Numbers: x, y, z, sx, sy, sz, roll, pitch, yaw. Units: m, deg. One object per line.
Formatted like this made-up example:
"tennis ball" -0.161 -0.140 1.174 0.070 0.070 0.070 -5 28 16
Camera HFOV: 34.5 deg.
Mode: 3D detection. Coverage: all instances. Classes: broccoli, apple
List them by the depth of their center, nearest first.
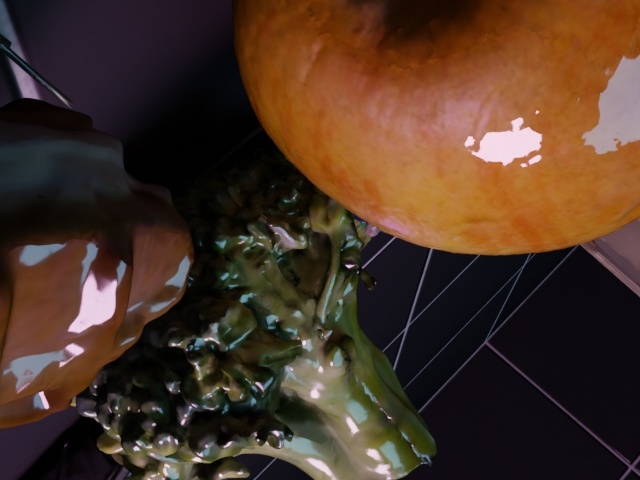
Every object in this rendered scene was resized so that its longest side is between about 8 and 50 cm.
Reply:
"apple" 0.089 -0.131 0.531 0.286 0.286 0.233 -51 160 7
"broccoli" -0.040 0.070 0.689 0.288 0.245 0.248 -39 -169 -30

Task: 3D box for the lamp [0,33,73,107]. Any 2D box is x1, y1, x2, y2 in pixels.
"lamp" -0.175 -0.042 0.463 0.121 0.041 0.054 -46 155 4

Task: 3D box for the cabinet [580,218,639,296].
"cabinet" 0.224 -0.128 0.787 0.227 0.318 0.290 -49 163 7

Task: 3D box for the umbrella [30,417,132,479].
"umbrella" -0.244 0.264 0.848 0.357 0.113 0.106 -51 -169 -9

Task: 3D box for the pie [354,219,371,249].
"pie" 0.000 0.000 0.984 0.187 0.041 0.187 -43 163 -17

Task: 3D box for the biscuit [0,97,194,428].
"biscuit" -0.223 0.094 0.444 0.268 0.115 0.366 -19 152 -44

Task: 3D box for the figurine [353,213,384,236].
"figurine" 0.064 -0.054 0.800 0.195 0.102 0.111 -170 -75 -83
